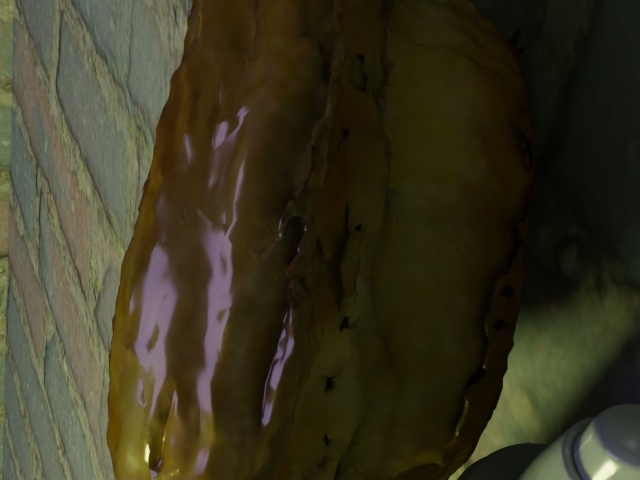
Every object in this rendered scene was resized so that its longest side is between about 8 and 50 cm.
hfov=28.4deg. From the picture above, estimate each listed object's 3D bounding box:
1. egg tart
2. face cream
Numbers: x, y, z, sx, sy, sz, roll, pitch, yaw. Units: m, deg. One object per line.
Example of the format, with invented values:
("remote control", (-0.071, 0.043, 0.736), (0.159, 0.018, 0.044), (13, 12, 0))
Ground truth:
("egg tart", (0.000, 0.000, 0.660), (0.443, 0.178, 0.443), (-171, 90, -85))
("face cream", (0.098, 0.152, 0.600), (0.251, 0.101, 0.101), (113, 146, -48))
